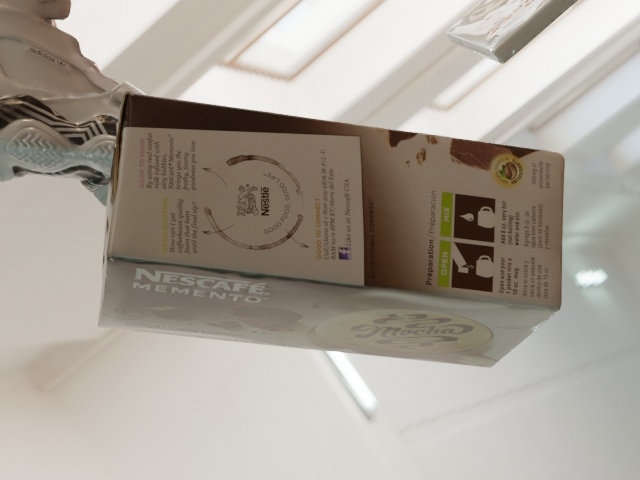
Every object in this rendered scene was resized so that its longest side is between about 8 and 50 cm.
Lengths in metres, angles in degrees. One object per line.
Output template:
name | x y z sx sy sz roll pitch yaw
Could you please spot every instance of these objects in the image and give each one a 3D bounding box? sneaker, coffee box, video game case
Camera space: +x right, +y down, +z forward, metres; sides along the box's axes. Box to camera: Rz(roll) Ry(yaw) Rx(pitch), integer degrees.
sneaker | -0.236 -0.154 1.472 0.366 0.137 0.210 9 -114 -12
coffee box | 0.000 0.000 1.012 0.297 0.168 0.118 7 -110 -9
video game case | 0.186 -0.213 1.234 0.019 0.157 0.143 48 -179 -18
